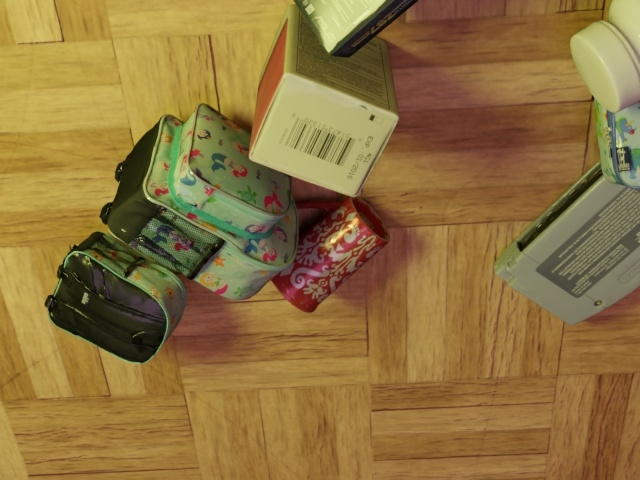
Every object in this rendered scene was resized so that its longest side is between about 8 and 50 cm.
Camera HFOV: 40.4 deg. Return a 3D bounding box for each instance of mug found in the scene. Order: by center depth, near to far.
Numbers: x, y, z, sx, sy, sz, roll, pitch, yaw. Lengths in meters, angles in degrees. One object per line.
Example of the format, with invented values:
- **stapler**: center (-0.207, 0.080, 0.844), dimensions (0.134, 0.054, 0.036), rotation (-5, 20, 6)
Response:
- **mug**: center (0.002, 0.007, 1.319), dimensions (0.169, 0.113, 0.150), rotation (-39, 118, 19)

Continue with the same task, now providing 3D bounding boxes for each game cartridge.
- **game cartridge**: center (0.440, -0.003, 1.347), dimensions (0.198, 0.062, 0.297), rotation (30, 119, -24)

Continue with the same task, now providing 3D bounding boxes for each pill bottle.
- **pill bottle**: center (0.457, -0.272, 1.073), dimensions (0.272, 0.152, 0.152), rotation (-30, 120, 4)

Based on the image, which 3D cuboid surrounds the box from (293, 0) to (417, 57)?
- **box**: center (0.028, -0.362, 1.018), dimensions (0.183, 0.059, 0.232), rotation (-37, 81, 28)

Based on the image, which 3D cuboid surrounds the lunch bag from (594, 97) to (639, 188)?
- **lunch bag**: center (0.491, -0.165, 1.188), dimensions (0.219, 0.090, 0.176), rotation (-5, 95, 3)

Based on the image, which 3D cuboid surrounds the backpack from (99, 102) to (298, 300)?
- **backpack**: center (-0.142, -0.048, 1.213), dimensions (0.191, 0.225, 0.253), rotation (-37, 121, 28)

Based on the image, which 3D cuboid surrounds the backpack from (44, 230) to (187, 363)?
- **backpack**: center (-0.303, 0.090, 1.345), dimensions (0.188, 0.144, 0.165), rotation (33, 119, 6)

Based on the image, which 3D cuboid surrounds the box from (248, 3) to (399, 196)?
- **box**: center (0.002, -0.184, 1.113), dimensions (0.149, 0.232, 0.126), rotation (19, 122, -13)
